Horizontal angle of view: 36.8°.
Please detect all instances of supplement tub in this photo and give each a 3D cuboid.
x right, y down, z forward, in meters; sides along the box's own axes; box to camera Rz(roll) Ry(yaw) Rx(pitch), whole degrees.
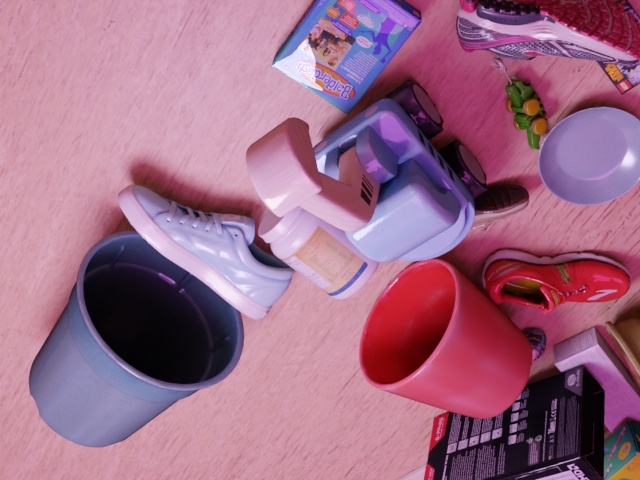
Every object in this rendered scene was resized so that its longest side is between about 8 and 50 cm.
[{"bbox_3d":[0.000,0.000,1.765,0.199,0.144,0.144,38,119,-18],"label":"supplement tub"}]

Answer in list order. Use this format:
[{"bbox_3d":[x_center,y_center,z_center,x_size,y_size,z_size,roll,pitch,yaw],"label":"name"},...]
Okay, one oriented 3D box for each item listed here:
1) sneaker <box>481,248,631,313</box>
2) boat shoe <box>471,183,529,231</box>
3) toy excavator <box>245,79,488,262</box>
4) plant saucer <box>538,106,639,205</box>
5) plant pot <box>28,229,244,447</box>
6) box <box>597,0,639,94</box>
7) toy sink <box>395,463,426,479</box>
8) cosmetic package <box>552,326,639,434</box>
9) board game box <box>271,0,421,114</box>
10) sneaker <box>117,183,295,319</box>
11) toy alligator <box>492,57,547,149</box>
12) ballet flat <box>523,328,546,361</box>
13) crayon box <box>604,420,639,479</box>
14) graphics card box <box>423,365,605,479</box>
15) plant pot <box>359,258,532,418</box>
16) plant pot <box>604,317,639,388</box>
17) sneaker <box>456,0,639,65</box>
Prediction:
[{"bbox_3d":[0.442,0.093,1.801,0.278,0.118,0.107,1,124,4],"label":"sneaker"},{"bbox_3d":[0.294,-0.050,1.761,0.190,0.068,0.072,-12,134,24],"label":"boat shoe"},{"bbox_3d":[0.081,-0.086,1.520,0.222,0.445,0.433,-33,115,23],"label":"toy excavator"},{"bbox_3d":[0.476,-0.153,1.682,0.194,0.037,0.195,1,124,2],"label":"plant saucer"},{"bbox_3d":[-0.379,0.212,1.852,0.341,0.341,0.334,34,128,-16],"label":"plant pot"},{"bbox_3d":[0.497,-0.318,1.580,0.094,0.027,0.137,-34,114,25],"label":"box"},{"bbox_3d":[0.284,0.630,2.162,0.152,0.131,0.234,-34,114,23],"label":"toy sink"},{"bbox_3d":[0.576,0.288,1.951,0.099,0.060,0.239,-29,116,26],"label":"cosmetic package"},{"bbox_3d":[0.042,-0.335,1.598,0.160,0.047,0.210,32,120,-16],"label":"board game box"},{"bbox_3d":[-0.202,-0.012,1.803,0.366,0.135,0.150,38,101,-22],"label":"sneaker"},{"bbox_3d":[0.347,-0.241,1.633,0.051,0.056,0.190,-40,119,-17],"label":"toy alligator"},{"bbox_3d":[0.380,0.251,1.944,0.070,0.070,0.188,32,121,-15],"label":"ballet flat"},{"bbox_3d":[0.645,0.500,2.035,0.165,0.081,0.278,15,133,-19],"label":"crayon box"},{"bbox_3d":[0.381,0.410,1.911,0.371,0.233,0.094,-29,116,34],"label":"graphics card box"},{"bbox_3d":[0.250,0.203,1.826,0.243,0.275,0.275,30,121,-26],"label":"plant pot"},{"bbox_3d":[0.713,0.213,1.792,0.253,0.276,0.276,-31,116,10],"label":"plant pot"},{"bbox_3d":[0.366,-0.335,1.534,0.299,0.121,0.112,16,141,10],"label":"sneaker"}]
